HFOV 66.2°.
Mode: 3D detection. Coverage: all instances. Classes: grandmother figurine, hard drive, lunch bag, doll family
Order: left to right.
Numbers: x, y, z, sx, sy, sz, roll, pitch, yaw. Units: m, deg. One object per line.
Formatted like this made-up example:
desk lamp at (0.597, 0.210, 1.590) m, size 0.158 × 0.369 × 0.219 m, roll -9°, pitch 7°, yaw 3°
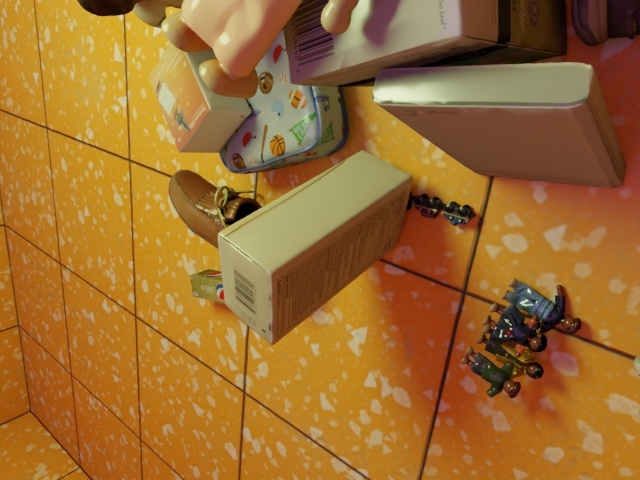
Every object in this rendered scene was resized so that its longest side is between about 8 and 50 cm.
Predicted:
lunch bag at (-0.084, -0.259, 0.911) m, size 0.303 × 0.114 × 0.244 m, roll -7°, pitch 96°, yaw 42°
grandmother figurine at (-0.025, -0.290, 0.436) m, size 0.208 × 0.104 × 0.342 m, roll 45°, pitch 132°, yaw -12°
hard drive at (0.223, -0.121, 0.567) m, size 0.202 × 0.307 × 0.040 m, roll 13°, pitch 91°, yaw 37°
doll family at (0.302, 0.150, 0.736) m, size 0.111 × 0.076 × 0.193 m, roll 35°, pitch 120°, yaw 33°

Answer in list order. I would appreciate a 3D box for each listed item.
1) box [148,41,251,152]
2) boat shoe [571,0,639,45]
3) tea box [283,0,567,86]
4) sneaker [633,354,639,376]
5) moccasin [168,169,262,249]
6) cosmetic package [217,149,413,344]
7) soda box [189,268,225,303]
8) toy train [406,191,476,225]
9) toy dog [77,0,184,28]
box at (-0.224, -0.267, 0.901) m, size 0.130 × 0.091 × 0.171 m, roll -38°, pitch 72°, yaw 40°
boat shoe at (0.351, -0.396, 0.510) m, size 0.130 × 0.132 × 0.356 m, roll 8°, pitch 117°, yaw 28°
tea box at (0.121, -0.362, 0.563) m, size 0.219 × 0.323 × 0.330 m, roll 1°, pitch 103°, yaw 43°
sneaker at (0.501, 0.189, 0.574) m, size 0.216 × 0.079 × 0.121 m, roll -13°, pitch 93°, yaw 40°
moccasin at (-0.172, -0.042, 1.030) m, size 0.380 × 0.139 × 0.147 m, roll 40°, pitch 124°, yaw 24°
cosmetic package at (0.000, 0.000, 0.765) m, size 0.113 × 0.309 × 0.160 m, roll 34°, pitch 139°, yaw 27°
soda box at (-0.232, 0.112, 1.178) m, size 0.181 × 0.061 × 0.058 m, roll 6°, pitch 106°, yaw 39°
toy train at (0.178, -0.054, 0.807) m, size 0.158 × 0.027 × 0.036 m, roll 20°, pitch 118°, yaw 35°
toy dog at (-0.224, -0.451, 0.771) m, size 0.395 × 0.407 × 0.285 m, roll 36°, pitch 124°, yaw 27°
